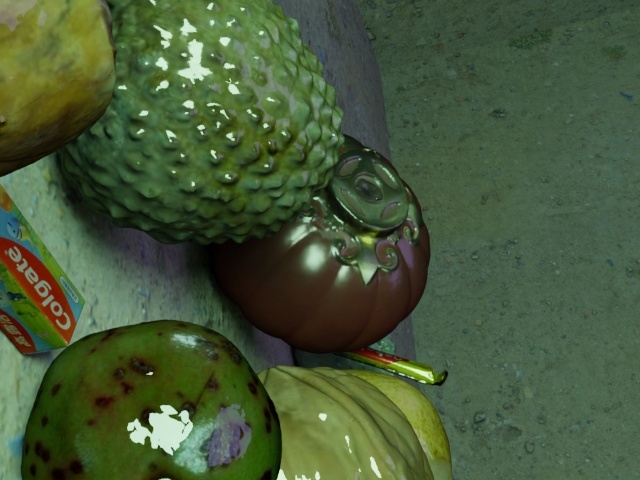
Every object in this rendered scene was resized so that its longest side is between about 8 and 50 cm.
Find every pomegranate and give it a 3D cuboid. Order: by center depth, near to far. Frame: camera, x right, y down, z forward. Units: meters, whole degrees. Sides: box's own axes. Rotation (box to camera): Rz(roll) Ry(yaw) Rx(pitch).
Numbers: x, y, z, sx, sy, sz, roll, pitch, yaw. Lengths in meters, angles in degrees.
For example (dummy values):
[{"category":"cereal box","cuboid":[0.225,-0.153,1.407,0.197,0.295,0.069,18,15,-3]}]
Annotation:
[{"category":"pomegranate","cuboid":[-0.128,0.157,0.606,0.248,0.202,0.202,-173,-111,-72]}]

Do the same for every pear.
[{"category":"pear","cuboid":[0.041,0.294,1.035,0.271,0.271,0.271,-11,90,-77]}]

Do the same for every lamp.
[{"category":"lamp","cuboid":[0.000,0.000,1.029,0.303,0.257,0.303,18,51,-23]}]

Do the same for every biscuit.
[{"category":"biscuit","cuboid":[0.033,0.148,1.092,0.048,0.291,0.026,1,106,-78]}]

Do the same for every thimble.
[{"category":"thimble","cuboid":[0.044,0.178,1.364,0.185,0.149,0.211,-77,152,-65]}]

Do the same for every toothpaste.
[{"category":"toothpaste","cuboid":[-0.233,0.006,0.540,0.070,0.044,0.193,-85,159,-47]}]

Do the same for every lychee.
[{"category":"lychee","cuboid":[-0.112,-0.123,0.691,0.255,0.274,0.255,-165,-90,-85]}]

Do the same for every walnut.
[{"category":"walnut","cuboid":[-0.015,0.277,0.768,0.252,0.277,0.313,147,-69,-69]}]

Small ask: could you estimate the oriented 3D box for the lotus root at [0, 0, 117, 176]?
[{"category":"lotus root","cuboid":[-0.224,-0.088,0.360,0.199,0.188,0.180,48,45,-11]}]
